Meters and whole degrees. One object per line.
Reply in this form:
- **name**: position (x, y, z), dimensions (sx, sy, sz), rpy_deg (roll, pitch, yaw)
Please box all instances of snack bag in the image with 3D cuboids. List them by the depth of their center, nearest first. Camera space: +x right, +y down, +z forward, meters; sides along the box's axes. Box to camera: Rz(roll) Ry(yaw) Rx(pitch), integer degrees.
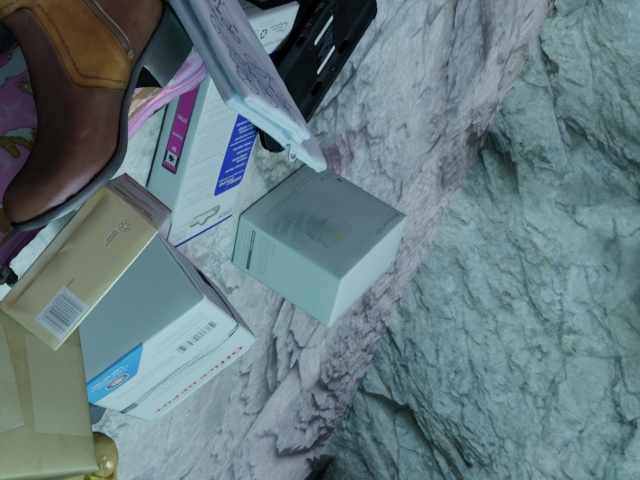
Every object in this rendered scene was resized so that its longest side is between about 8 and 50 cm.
- **snack bag**: position (-0.098, -0.229, 1.064), dimensions (0.037, 0.323, 0.342), rpy_deg (-31, 164, 9)

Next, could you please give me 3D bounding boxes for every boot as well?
- **boot**: position (-0.256, -0.181, 0.827), dimensions (0.280, 0.096, 0.264), rpy_deg (47, 66, -35)

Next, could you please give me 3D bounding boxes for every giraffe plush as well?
- **giraffe plush**: position (-0.378, 0.359, 1.539), dimensions (0.170, 0.210, 0.181), rpy_deg (-42, 133, -52)

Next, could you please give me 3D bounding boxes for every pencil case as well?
- **pencil case**: position (-0.276, -0.109, 0.994), dimensions (0.386, 0.167, 0.160), rpy_deg (-51, -157, -23)

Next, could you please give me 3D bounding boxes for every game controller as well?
- **game controller**: position (-0.006, -0.282, 1.489), dimensions (0.319, 0.067, 0.166), rpy_deg (-60, 156, -23)

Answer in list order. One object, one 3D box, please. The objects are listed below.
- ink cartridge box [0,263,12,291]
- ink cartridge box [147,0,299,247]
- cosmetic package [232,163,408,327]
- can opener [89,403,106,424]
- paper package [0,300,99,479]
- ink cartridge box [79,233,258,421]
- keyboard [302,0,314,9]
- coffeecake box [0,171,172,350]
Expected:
- **ink cartridge box**: position (-0.417, 0.057, 1.120), dimensions (0.088, 0.052, 0.122), rpy_deg (-62, 160, 16)
- **ink cartridge box**: position (-0.148, -0.167, 1.423), dimensions (0.176, 0.069, 0.371), rpy_deg (-34, 149, -52)
- **cosmetic package**: position (0.000, 0.000, 1.831), dimensions (0.224, 0.224, 0.138), rpy_deg (-42, 157, -40)
- **can opener**: position (-0.400, 0.245, 1.447), dimensions (0.093, 0.074, 0.280), rpy_deg (-60, 162, 6)
- **paper package**: position (-0.408, 0.161, 0.906), dimensions (0.309, 0.168, 0.325), rpy_deg (-15, 167, 13)
- **ink cartridge box**: position (-0.248, 0.140, 1.490), dimensions (0.223, 0.129, 0.307), rpy_deg (-37, 161, -2)
- **keyboard**: position (0.009, -0.357, 1.580), dimensions (0.108, 0.023, 0.180), rpy_deg (-63, 162, -2)
- **coffeecake box**: position (-0.218, 0.013, 0.963), dimensions (0.142, 0.068, 0.185), rpy_deg (-49, -172, 3)
